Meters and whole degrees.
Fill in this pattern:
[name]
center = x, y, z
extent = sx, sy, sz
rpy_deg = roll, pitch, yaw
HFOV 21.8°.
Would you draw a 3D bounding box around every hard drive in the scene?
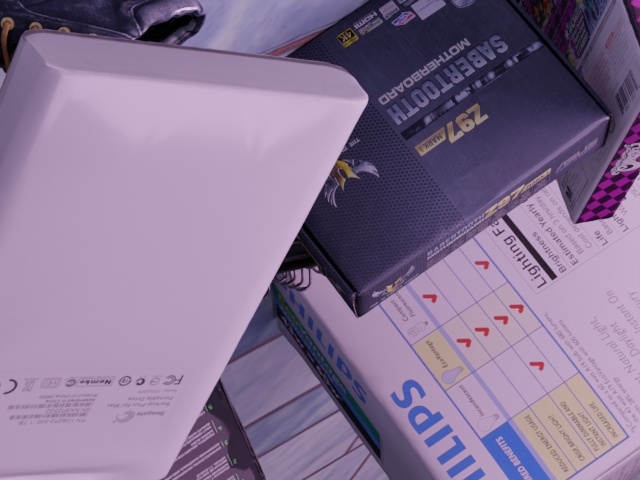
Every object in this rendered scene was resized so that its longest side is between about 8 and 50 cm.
[hard drive]
center = -0.122, 0.025, 0.943
extent = 0.203, 0.040, 0.307
rpy_deg = 2, 129, -37

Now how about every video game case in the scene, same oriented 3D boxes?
[video game case]
center = 0.208, -0.155, 1.276
extent = 0.042, 0.210, 0.232
rpy_deg = -9, 156, -11

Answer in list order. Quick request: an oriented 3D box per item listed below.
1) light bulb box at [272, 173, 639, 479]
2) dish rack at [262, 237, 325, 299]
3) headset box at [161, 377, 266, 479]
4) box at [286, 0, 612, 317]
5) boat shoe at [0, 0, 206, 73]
[light bulb box]
center = 0.194, 0.089, 1.635
extent = 0.361, 0.358, 0.225
rpy_deg = -33, 161, -11
[dish rack]
center = 0.000, 0.000, 1.373
extent = 0.208, 0.074, 0.271
rpy_deg = -11, 170, 14
[headset box]
center = -0.192, 0.130, 1.126
extent = 0.246, 0.131, 0.283
rpy_deg = -33, 131, -15
[box]
center = 0.066, -0.083, 1.215
extent = 0.233, 0.183, 0.059
rpy_deg = -34, 162, -7
[boat shoe]
center = -0.151, -0.111, 0.870
extent = 0.183, 0.083, 0.065
rpy_deg = -30, 162, -23
